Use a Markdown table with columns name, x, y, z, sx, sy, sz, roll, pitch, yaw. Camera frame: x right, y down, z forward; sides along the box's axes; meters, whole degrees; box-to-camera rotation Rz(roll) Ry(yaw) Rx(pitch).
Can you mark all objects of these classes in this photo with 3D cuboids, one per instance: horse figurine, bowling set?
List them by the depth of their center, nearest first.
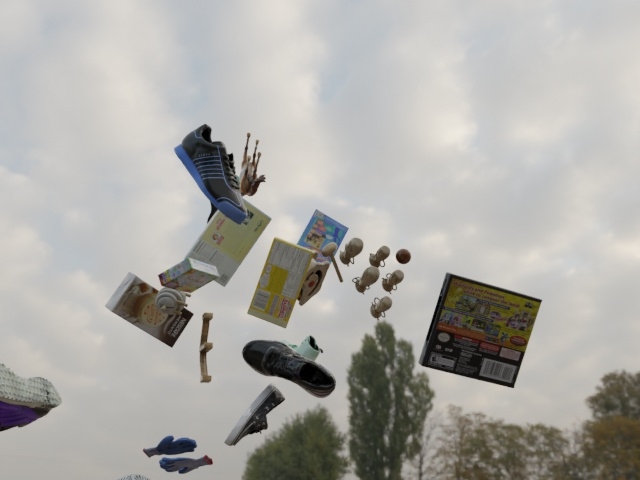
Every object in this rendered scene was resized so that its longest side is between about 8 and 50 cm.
| name | x | y | z | sx | sy | sz | roll | pitch | yaw |
| --- | --- | --- | --- | --- | --- | --- | --- | --- | --- |
| horse figurine | -0.214 | -0.211 | 1.773 | 0.066 | 0.263 | 0.175 | 5 | -57 | -14 |
| bowling set | 0.209 | 0.113 | 1.949 | 0.199 | 0.287 | 0.154 | -15 | -19 | -24 |

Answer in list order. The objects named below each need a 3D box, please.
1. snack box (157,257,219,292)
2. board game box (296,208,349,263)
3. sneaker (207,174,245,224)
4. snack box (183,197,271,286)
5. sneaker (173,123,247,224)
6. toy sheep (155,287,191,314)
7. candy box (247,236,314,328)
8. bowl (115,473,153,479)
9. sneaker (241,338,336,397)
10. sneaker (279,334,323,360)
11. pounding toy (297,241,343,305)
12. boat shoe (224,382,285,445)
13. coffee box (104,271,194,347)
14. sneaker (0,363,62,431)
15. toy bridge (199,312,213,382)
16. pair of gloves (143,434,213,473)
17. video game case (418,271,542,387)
| name | x | y | z | sx | sy | sz | roll | pitch | yaw |
| --- | --- | --- | --- | --- | --- | --- | --- | --- | --- |
| snack box | -0.346 | 0.094 | 1.525 | 0.100 | 0.037 | 0.141 | -30 | -20 | 11 |
| board game box | 0.000 | 0.000 | 2.327 | 0.160 | 0.210 | 0.047 | 31 | -27 | -4 |
| sneaker | -0.373 | -0.151 | 2.324 | 0.123 | 0.178 | 0.296 | 19 | -55 | 18 |
| snack box | -0.352 | -0.007 | 2.191 | 0.187 | 0.322 | 0.060 | 35 | -1 | -17 |
| sneaker | -0.208 | -0.141 | 1.184 | 0.090 | 0.232 | 0.081 | -42 | -17 | 8 |
| toy sheep | -0.422 | 0.170 | 1.633 | 0.091 | 0.091 | 0.132 | -2 | 12 | 4 |
| candy box | -0.098 | 0.103 | 1.411 | 0.105 | 0.206 | 0.027 | 21 | 11 | -1 |
| bowl | -0.557 | 0.783 | 1.691 | 0.170 | 0.170 | 0.080 | 5 | -2 | -8 |
| sneaker | -0.084 | 0.343 | 1.609 | 0.283 | 0.107 | 0.124 | 22 | -19 | 4 |
| sneaker | -0.080 | 0.448 | 2.406 | 0.094 | 0.256 | 0.151 | 31 | -86 | -33 |
| pounding toy | -0.026 | 0.134 | 2.003 | 0.154 | 0.155 | 0.270 | -27 | -31 | -41 |
| boat shoe | -0.172 | 0.490 | 1.586 | 0.076 | 0.228 | 0.080 | 38 | -54 | 7 |
| coffee box | -0.569 | 0.232 | 1.931 | 0.246 | 0.141 | 0.098 | 40 | -17 | -30 |
| sneaker | -0.721 | 0.366 | 1.285 | 0.146 | 0.102 | 0.293 | -37 | -29 | -5 |
| toy bridge | -0.305 | 0.284 | 1.532 | 0.026 | 0.188 | 0.063 | 7 | -25 | -22 |
| pair of gloves | -0.408 | 0.611 | 1.647 | 0.159 | 0.023 | 0.198 | -14 | -49 | 8 |
| video game case | 0.416 | 0.235 | 1.498 | 0.274 | 0.248 | 0.035 | 16 | 4 | -13 |
